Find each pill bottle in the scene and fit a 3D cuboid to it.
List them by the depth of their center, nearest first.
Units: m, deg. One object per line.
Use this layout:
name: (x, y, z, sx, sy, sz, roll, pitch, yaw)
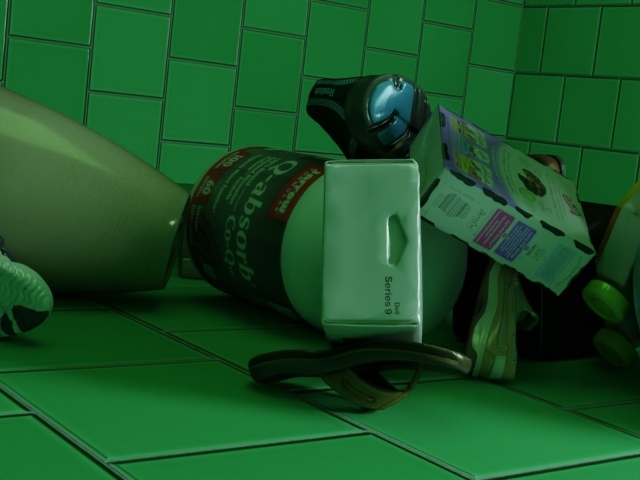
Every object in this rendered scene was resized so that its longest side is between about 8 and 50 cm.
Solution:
pill bottle: (0.000, 0.000, 1.353, 0.210, 0.210, 0.363, 1, 8, -37)

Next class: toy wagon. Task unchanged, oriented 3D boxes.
toy wagon: (0.424, 0.031, 1.309, 0.068, 0.267, 0.344, 35, -16, 34)

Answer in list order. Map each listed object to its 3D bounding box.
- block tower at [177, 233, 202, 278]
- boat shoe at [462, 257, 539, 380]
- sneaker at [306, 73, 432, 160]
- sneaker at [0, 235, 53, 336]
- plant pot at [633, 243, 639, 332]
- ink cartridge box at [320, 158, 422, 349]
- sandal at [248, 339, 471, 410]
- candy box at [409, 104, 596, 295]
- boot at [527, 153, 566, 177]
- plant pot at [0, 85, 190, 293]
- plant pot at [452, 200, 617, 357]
block tower: (-0.183, -0.005, 1.742, 0.097, 0.091, 0.335, 4, 6, -10)
boat shoe: (0.208, 0.080, 1.207, 0.072, 0.190, 0.068, 14, -37, 9)
sneaker: (0.121, -0.116, 1.402, 0.139, 0.125, 0.341, 16, -17, 45)
sneaker: (-0.354, 0.040, 1.170, 0.234, 0.094, 0.153, -1, 11, 27)
plant pot: (0.534, 0.048, 1.116, 0.334, 0.341, 0.341, -6, 12, -26)
ink cartridge box: (0.052, 0.028, 1.039, 0.093, 0.154, 0.212, 0, -15, 3)
sandal: (0.034, 0.126, 0.986, 0.219, 0.060, 0.090, -6, -15, 21)
candy box: (0.198, -0.048, 1.207, 0.196, 0.070, 0.165, 28, 29, -12)
boot: (0.188, -0.095, 1.586, 0.280, 0.096, 0.264, 4, 7, -21)
plant pot: (-0.311, -0.035, 1.348, 0.274, 0.257, 0.256, 16, 6, -2)
plant pot: (0.263, 0.054, 1.362, 0.187, 0.188, 0.167, 12, 22, 39)
